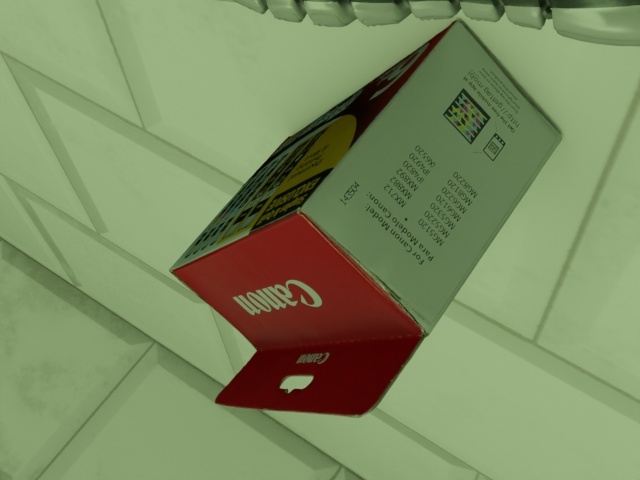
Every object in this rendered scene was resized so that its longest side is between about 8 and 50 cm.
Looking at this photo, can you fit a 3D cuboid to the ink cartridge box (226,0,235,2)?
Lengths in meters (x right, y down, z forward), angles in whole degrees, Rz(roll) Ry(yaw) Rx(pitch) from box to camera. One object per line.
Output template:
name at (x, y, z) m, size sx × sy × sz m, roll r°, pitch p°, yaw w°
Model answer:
ink cartridge box at (-0.054, -0.266, 0.545) m, size 0.224 × 0.045 × 0.223 m, roll 17°, pitch 147°, yaw 38°

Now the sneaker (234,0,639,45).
sneaker at (0.060, -0.213, 0.405) m, size 0.321 × 0.124 × 0.180 m, roll 9°, pitch 140°, yaw 22°

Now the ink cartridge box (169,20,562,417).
ink cartridge box at (0.000, 0.000, 0.657) m, size 0.130 × 0.271 × 0.309 m, roll 44°, pitch 154°, yaw -13°
